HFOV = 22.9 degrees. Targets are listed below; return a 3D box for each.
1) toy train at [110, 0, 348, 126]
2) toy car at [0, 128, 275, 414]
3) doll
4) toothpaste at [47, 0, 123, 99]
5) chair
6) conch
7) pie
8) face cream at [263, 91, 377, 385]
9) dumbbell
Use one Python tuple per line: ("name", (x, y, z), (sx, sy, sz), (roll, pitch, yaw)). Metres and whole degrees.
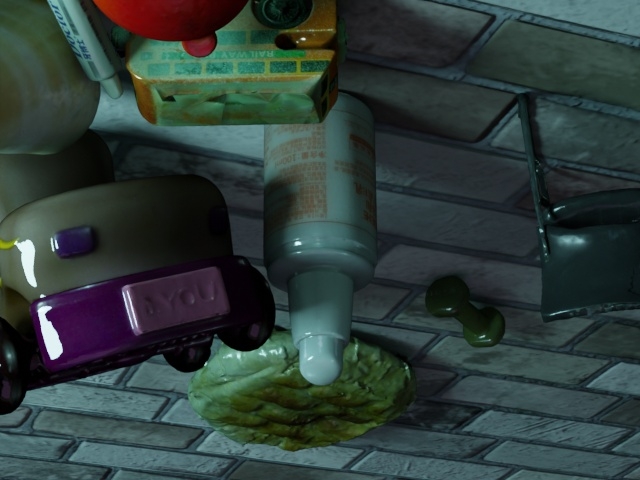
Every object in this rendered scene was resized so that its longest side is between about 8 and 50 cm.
("toy train", (-0.071, -0.143, 1.248), (0.188, 0.099, 0.072), (-2, 154, 0))
("toy car", (-0.209, 0.012, 1.340), (0.271, 0.240, 0.340), (-11, 175, -35))
("doll", (-0.108, -0.222, 1.117), (0.183, 0.085, 0.217), (-21, 137, 10))
("toothpaste", (-0.189, -0.184, 1.167), (0.048, 0.029, 0.197), (16, 142, 40))
("chair", (0.253, -0.013, 1.377), (0.140, 0.221, 0.145), (-8, 151, 13))
("conch", (-0.257, -0.136, 1.203), (0.158, 0.127, 0.255), (28, -172, 8))
("pie", (-0.020, 0.186, 1.931), (0.306, 0.071, 0.306), (-1, 154, -1))
("face cream", (0.000, 0.000, 1.362), (0.101, 0.252, 0.101), (-1, 153, 0))
("dumbbell", (0.161, 0.080, 1.751), (0.052, 0.046, 0.118), (-10, 152, 30))
